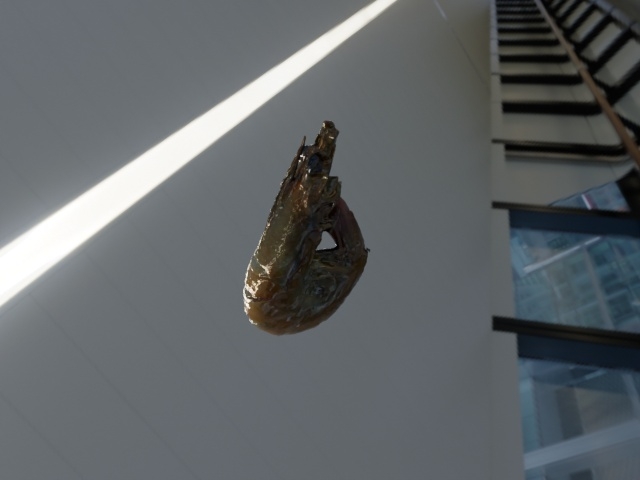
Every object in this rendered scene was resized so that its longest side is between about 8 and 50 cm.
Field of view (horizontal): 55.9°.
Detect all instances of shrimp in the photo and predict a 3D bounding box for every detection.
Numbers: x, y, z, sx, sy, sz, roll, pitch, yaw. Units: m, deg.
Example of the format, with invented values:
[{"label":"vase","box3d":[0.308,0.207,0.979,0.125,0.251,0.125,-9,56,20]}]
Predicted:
[{"label":"shrimp","box3d":[0.000,0.000,0.682,0.152,0.287,0.063,1,-143,-26]}]
